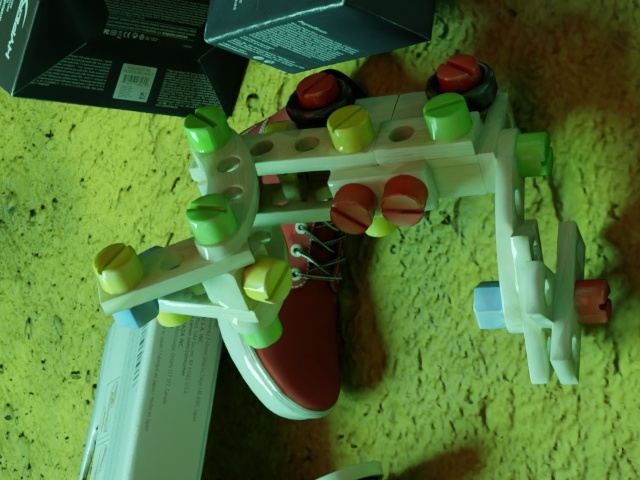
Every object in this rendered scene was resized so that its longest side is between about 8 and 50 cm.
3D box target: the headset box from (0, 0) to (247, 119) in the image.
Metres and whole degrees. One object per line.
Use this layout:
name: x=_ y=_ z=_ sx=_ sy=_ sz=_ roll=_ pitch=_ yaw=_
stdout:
headset box: x=-0.227 y=-0.215 z=1.290 sx=0.293 sy=0.218 sz=0.110 roll=37 pitch=114 yaw=43

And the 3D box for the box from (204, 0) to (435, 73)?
box: x=0.005 y=-0.218 z=1.105 sx=0.158 sy=0.093 sz=0.156 roll=-6 pitch=72 yaw=48

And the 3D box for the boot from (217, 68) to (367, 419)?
boot: x=0.000 y=0.000 z=1.132 sx=0.176 sy=0.088 sz=0.244 roll=-33 pitch=61 yaw=41

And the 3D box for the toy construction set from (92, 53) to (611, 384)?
toy construction set: x=0.031 y=-0.014 z=0.987 sx=0.328 sy=0.215 sz=0.151 roll=7 pitch=133 yaw=11

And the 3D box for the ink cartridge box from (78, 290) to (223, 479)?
ink cartridge box: x=-0.154 y=0.193 z=1.254 sx=0.261 sy=0.066 sz=0.296 roll=141 pitch=140 yaw=-69

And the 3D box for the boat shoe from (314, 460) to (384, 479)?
boat shoe: x=-0.027 y=0.271 z=1.136 sx=0.305 sy=0.109 sz=0.091 roll=-52 pitch=53 yaw=41
